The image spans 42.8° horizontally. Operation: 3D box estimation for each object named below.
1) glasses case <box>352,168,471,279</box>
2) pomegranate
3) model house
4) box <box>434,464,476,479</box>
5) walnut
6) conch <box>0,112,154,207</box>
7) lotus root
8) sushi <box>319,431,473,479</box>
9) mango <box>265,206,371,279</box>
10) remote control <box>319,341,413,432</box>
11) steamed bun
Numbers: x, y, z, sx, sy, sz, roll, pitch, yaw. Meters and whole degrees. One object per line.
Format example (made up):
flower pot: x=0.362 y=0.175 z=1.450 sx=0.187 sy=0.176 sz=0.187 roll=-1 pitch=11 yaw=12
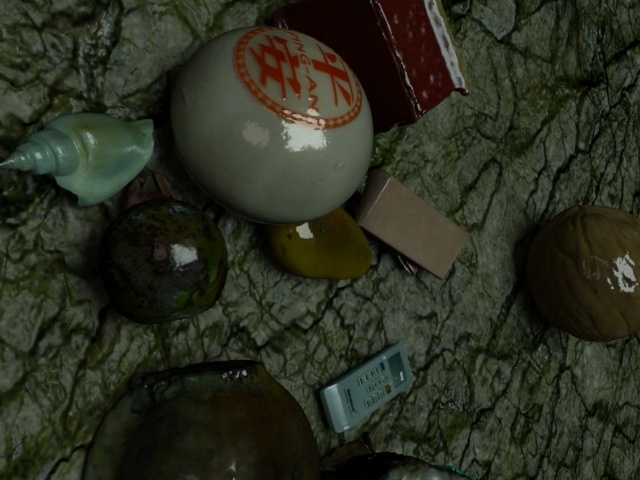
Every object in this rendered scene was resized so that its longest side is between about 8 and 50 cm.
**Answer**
glasses case: x=0.106 y=-0.013 z=1.099 sx=0.193 sy=0.070 sz=0.102 roll=31 pitch=91 yaw=-38
pomegranate: x=-0.149 y=0.004 z=0.805 sx=0.138 sy=0.126 sz=0.163 roll=64 pitch=29 yaw=-60
model house: x=0.095 y=-0.252 z=1.055 sx=0.254 sy=0.160 sz=0.195 roll=-35 pitch=106 yaw=-42
box: x=0.218 y=0.429 z=1.137 sx=0.226 sy=0.042 sz=0.160 roll=38 pitch=58 yaw=-33
walnut: x=0.442 y=0.048 z=1.303 sx=0.228 sy=0.228 sz=0.227 roll=9 pitch=77 yaw=-42
conch: x=-0.226 y=-0.081 z=0.784 sx=0.180 sy=0.065 sz=0.088 roll=-20 pitch=88 yaw=-45
lotus root: x=-0.085 y=0.247 z=0.814 sx=0.267 sy=0.149 sz=0.260 roll=17 pitch=73 yaw=-44
sushi: x=0.069 y=0.387 z=0.912 sx=0.197 sy=0.182 sz=0.343 roll=23 pitch=64 yaw=-35
mango: x=0.000 y=0.000 z=0.981 sx=0.161 sy=0.076 sz=0.103 roll=25 pitch=60 yaw=-40
remote control: x=0.060 y=0.184 z=1.039 sx=0.162 sy=0.029 sz=0.061 roll=-22 pitch=100 yaw=-48
steamed bun: x=-0.040 y=-0.137 z=0.876 sx=0.232 sy=0.145 sz=0.231 roll=15 pitch=55 yaw=-23
